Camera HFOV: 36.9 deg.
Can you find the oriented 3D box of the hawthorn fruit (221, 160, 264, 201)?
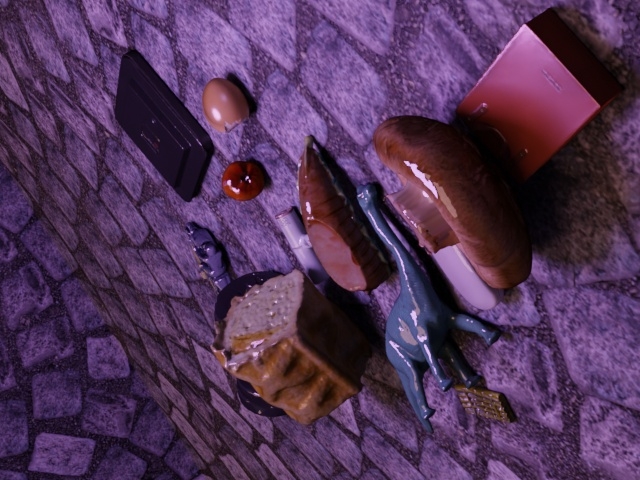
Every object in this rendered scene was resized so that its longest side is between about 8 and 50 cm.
[{"bbox_3d":[-0.148,-0.109,1.825,0.081,0.081,0.093,53,163,2],"label":"hawthorn fruit"}]

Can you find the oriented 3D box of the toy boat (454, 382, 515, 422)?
[{"bbox_3d":[0.281,0.280,1.652,0.115,0.016,0.063,1,123,59],"label":"toy boat"}]

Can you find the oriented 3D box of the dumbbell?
[{"bbox_3d":[-0.113,0.224,2.052,0.185,0.185,0.388,32,147,38],"label":"dumbbell"}]

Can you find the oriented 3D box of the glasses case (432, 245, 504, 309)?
[{"bbox_3d":[0.203,0.017,1.419,0.197,0.049,0.076,56,156,-5],"label":"glasses case"}]

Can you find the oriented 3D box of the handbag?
[{"bbox_3d":[0.247,-0.161,1.118,0.127,0.063,0.190,50,152,7],"label":"handbag"}]

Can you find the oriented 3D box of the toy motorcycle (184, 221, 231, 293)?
[{"bbox_3d":[-0.255,0.040,2.204,0.193,0.061,0.124,64,161,-2],"label":"toy motorcycle"}]

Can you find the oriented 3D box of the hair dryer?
[{"bbox_3d":[0.005,0.007,1.755,0.183,0.044,0.155,-5,120,57],"label":"hair dryer"}]

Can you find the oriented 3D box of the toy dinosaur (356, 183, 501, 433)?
[{"bbox_3d":[0.133,0.122,1.624,0.331,0.129,0.383,50,149,22],"label":"toy dinosaur"}]

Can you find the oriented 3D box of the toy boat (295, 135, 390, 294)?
[{"bbox_3d":[0.022,-0.029,1.618,0.108,0.099,0.293,-14,113,34],"label":"toy boat"}]

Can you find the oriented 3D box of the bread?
[{"bbox_3d":[-0.046,0.200,1.813,0.252,0.238,0.196,55,-174,-34],"label":"bread"}]

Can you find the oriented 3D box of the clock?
[{"bbox_3d":[-0.343,-0.230,2.032,0.279,0.049,0.273,49,153,9],"label":"clock"}]

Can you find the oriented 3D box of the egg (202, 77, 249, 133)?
[{"bbox_3d":[-0.171,-0.240,1.695,0.096,0.080,0.080,55,154,-7],"label":"egg"}]

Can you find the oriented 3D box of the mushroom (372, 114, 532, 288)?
[{"bbox_3d":[0.175,-0.052,1.234,0.278,0.146,0.278,51,-178,-2],"label":"mushroom"}]
